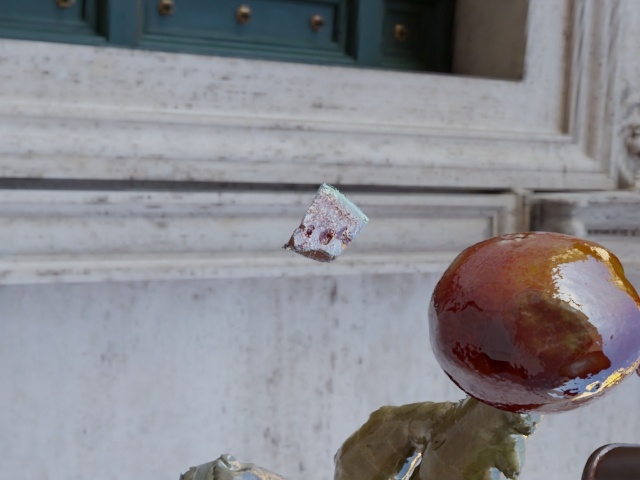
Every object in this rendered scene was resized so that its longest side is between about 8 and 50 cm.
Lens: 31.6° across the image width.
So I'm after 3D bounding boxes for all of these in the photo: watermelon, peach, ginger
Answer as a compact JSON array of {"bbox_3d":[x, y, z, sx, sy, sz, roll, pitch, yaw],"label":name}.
[{"bbox_3d":[0.012,-0.020,1.741,0.121,0.098,0.158,-62,173,0],"label":"watermelon"},{"bbox_3d":[0.236,0.097,1.246,0.243,0.244,0.199,31,-49,55],"label":"peach"},{"bbox_3d":[0.183,0.279,1.541,0.363,0.122,0.348,33,-72,50],"label":"ginger"}]

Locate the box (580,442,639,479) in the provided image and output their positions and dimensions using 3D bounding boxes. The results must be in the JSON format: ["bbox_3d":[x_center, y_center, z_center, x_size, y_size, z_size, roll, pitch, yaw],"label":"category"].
[{"bbox_3d":[0.396,0.340,0.963,0.229,0.239,0.339,-20,-115,53],"label":"box"}]

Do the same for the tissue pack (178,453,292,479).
[{"bbox_3d":[-0.053,0.352,1.088,0.123,0.215,0.256,-44,-156,41],"label":"tissue pack"}]

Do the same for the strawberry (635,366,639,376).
[{"bbox_3d":[0.533,0.197,1.627,0.228,0.175,0.097,22,69,-75],"label":"strawberry"}]
